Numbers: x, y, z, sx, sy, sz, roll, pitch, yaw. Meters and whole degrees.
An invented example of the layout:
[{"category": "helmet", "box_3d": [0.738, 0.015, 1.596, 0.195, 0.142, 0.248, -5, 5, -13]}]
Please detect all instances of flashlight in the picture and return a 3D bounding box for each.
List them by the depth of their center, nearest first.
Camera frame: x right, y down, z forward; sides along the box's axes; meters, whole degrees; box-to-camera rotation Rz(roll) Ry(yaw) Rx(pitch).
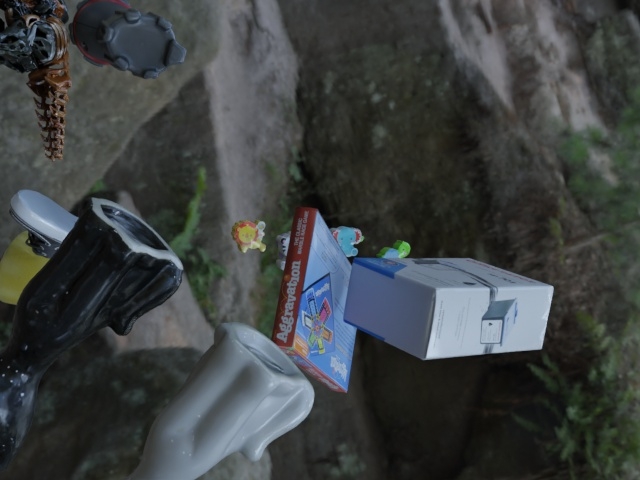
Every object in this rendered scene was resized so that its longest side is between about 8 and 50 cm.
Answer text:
[{"category": "flashlight", "box_3d": [-0.263, -0.266, 1.116, 0.103, 0.103, 0.304, 59, -8, -24]}]

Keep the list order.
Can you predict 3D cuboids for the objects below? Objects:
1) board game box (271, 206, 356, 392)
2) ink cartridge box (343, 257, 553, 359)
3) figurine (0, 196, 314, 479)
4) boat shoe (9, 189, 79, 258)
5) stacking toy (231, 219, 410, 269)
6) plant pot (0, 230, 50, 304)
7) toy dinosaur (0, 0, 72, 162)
[{"category": "board game box", "box_3d": [0.004, 0.078, 0.974, 0.281, 0.027, 0.145, 57, 40, -68]}, {"category": "ink cartridge box", "box_3d": [0.144, 0.072, 0.971, 0.139, 0.190, 0.082, 20, -74, 51]}, {"category": "figurine", "box_3d": [-0.147, 0.116, 0.611, 0.215, 0.209, 0.092, 42, 5, 9]}, {"category": "boat shoe", "box_3d": [-0.397, -0.005, 1.288, 0.080, 0.076, 0.228, 51, 4, 20]}, {"category": "stacking toy", "box_3d": [0.000, 0.000, 1.268, 0.167, 0.221, 0.052, 19, -71, 62]}, {"category": "plant pot", "box_3d": [-0.488, 0.061, 1.510, 0.134, 0.095, 0.134, 19, 90, -81]}, {"category": "toy dinosaur", "box_3d": [-0.404, -0.274, 1.145, 0.322, 0.164, 0.218, 56, 36, 3]}]
